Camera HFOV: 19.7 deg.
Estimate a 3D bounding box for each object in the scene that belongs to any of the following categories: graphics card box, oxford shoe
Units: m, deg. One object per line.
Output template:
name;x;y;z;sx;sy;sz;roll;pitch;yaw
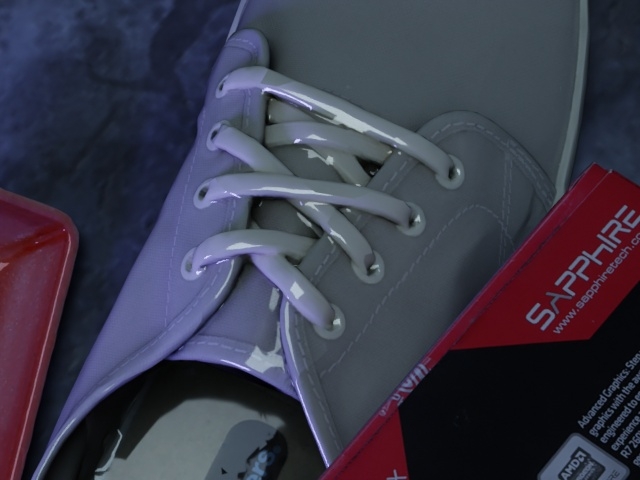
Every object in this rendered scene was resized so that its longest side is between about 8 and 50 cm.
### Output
graphics card box;0.172;0.162;0.590;0.371;0.094;0.233;33;62;19
oxford shoe;0.000;0.000;0.760;0.169;0.130;0.449;19;75;14

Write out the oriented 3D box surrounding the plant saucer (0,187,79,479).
plant saucer;-0.247;0.073;0.745;0.259;0.048;0.258;22;71;-31
